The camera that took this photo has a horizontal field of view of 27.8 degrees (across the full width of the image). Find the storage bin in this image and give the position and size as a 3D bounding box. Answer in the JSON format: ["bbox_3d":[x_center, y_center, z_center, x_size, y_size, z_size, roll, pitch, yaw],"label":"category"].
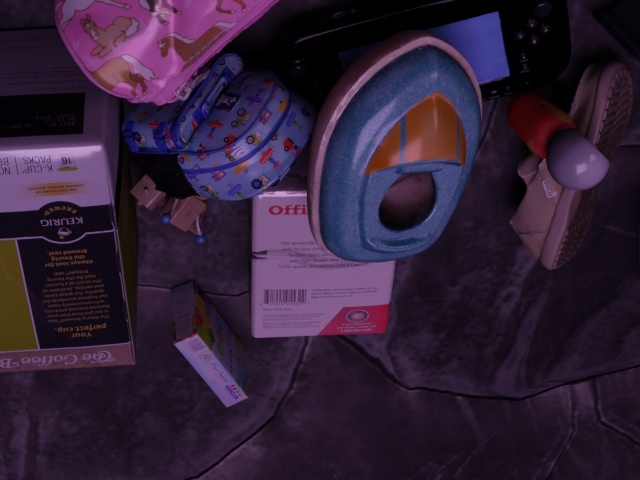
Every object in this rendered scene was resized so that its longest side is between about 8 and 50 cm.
[{"bbox_3d":[0.371,-0.221,1.378,0.098,0.135,0.091,35,111,-32],"label":"storage bin"}]

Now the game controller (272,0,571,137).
[{"bbox_3d":[0.112,-0.200,1.404,0.319,0.067,0.166,-13,132,6],"label":"game controller"}]

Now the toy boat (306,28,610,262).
[{"bbox_3d":[0.143,-0.093,1.352,0.318,0.148,0.267,-9,128,-23],"label":"toy boat"}]

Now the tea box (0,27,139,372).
[{"bbox_3d":[-0.373,-0.036,1.392,0.329,0.220,0.323,-3,132,-4],"label":"tea box"}]

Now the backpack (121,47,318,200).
[{"bbox_3d":[-0.099,-0.120,1.355,0.173,0.158,0.117,9,146,44],"label":"backpack"}]

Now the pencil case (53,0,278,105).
[{"bbox_3d":[-0.079,-0.294,1.233,0.386,0.160,0.167,-38,125,24],"label":"pencil case"}]

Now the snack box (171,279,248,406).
[{"bbox_3d":[-0.141,0.132,1.653,0.037,0.100,0.141,-22,130,12],"label":"snack box"}]

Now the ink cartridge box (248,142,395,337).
[{"bbox_3d":[0.000,0.000,1.550,0.172,0.100,0.237,-2,133,-6],"label":"ink cartridge box"}]

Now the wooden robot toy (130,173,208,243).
[{"bbox_3d":[-0.160,-0.060,1.495,0.079,0.076,0.173,-48,155,2],"label":"wooden robot toy"}]

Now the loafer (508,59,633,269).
[{"bbox_3d":[0.282,-0.092,1.500,0.092,0.102,0.268,29,122,24],"label":"loafer"}]
